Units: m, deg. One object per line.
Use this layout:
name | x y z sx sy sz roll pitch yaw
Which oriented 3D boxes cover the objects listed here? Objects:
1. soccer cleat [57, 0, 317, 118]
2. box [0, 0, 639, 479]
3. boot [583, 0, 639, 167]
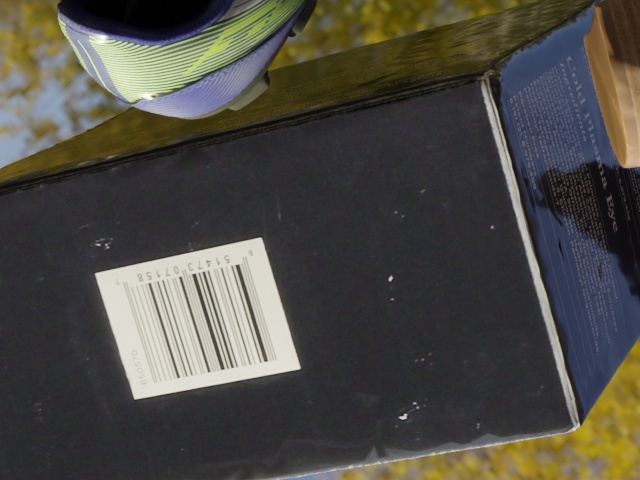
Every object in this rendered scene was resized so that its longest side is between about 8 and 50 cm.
soccer cleat | -0.014 -0.185 0.802 0.093 0.121 0.289 26 -91 27
box | 0.000 0.000 1.085 0.343 0.179 0.312 -12 -169 24
boot | 0.203 -0.180 0.813 0.220 0.283 0.109 -13 173 0
